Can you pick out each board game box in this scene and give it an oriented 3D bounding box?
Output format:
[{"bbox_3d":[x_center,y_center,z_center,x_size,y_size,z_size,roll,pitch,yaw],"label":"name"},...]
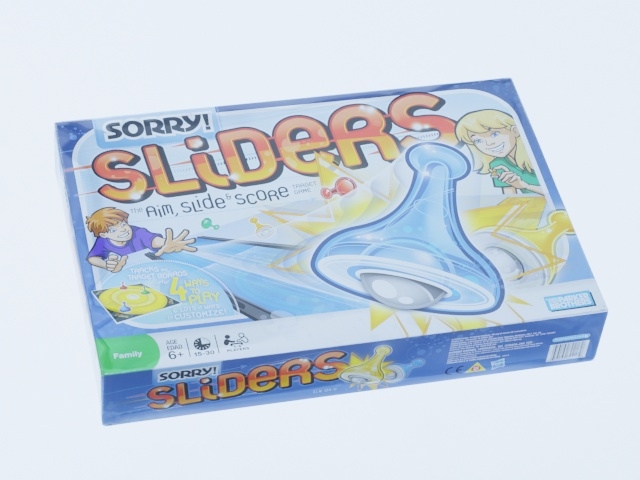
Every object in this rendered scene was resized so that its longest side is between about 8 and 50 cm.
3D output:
[{"bbox_3d":[0.000,0.000,0.779,0.035,0.201,0.136,97,-19,-48],"label":"board game box"}]
